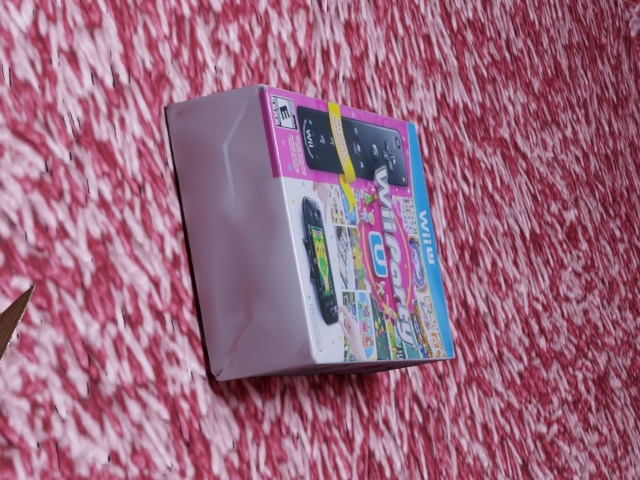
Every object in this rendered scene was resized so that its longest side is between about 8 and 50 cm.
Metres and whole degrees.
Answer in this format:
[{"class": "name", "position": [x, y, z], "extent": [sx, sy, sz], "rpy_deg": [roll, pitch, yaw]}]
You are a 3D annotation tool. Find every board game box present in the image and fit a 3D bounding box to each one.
[{"class": "board game box", "position": [0.000, 0.000, 1.556], "extent": [0.303, 0.098, 0.224], "rpy_deg": [6, 73, -66]}]

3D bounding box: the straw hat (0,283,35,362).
[{"class": "straw hat", "position": [-0.219, 0.076, 1.060], "extent": [0.061, 0.144, 0.144], "rpy_deg": [25, 42, -9]}]
